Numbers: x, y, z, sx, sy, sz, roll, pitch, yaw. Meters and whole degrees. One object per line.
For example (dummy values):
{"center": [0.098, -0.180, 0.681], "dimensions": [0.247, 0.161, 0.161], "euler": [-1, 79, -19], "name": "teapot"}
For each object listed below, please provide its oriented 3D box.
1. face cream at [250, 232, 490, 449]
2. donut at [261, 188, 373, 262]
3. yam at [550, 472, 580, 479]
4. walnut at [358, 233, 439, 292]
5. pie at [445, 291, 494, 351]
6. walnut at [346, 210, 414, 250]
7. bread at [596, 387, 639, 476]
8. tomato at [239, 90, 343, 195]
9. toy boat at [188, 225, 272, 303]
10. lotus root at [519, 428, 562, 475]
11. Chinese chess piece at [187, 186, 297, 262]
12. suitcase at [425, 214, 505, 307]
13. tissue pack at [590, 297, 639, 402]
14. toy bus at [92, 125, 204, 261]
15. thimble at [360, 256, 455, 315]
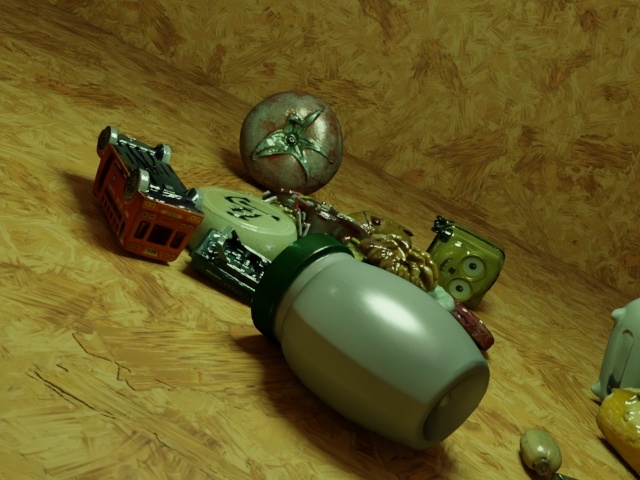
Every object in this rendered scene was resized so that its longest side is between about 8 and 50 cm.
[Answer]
{"center": [0.078, 0.160, 1.196], "dimensions": [0.357, 0.219, 0.312], "euler": [36, 18, 32], "name": "face cream"}
{"center": [0.002, -0.007, 1.790], "dimensions": [0.345, 0.136, 0.259], "euler": [31, 18, 8], "name": "donut"}
{"center": [0.435, 0.428, 1.265], "dimensions": [0.094, 0.043, 0.043], "euler": [21, 16, -16], "name": "yam"}
{"center": [0.161, 0.038, 1.468], "dimensions": [0.170, 0.069, 0.143], "euler": [36, 19, 24], "name": "walnut"}
{"center": [0.342, 0.190, 1.767], "dimensions": [0.182, 0.049, 0.182], "euler": [44, -2, 2], "name": "pie"}
{"center": [0.155, -0.006, 2.052], "dimensions": [0.245, 0.137, 0.137], "euler": [26, 15, -20], "name": "walnut"}
{"center": [0.739, 0.449, 1.483], "dimensions": [0.237, 0.165, 0.375], "euler": [27, 14, -20], "name": "bread"}
{"center": [-0.086, -0.289, 2.222], "dimensions": [0.317, 0.316, 0.282], "euler": [27, -3, -1], "name": "tomato"}
{"center": [-0.130, 0.062, 1.402], "dimensions": [0.246, 0.103, 0.093], "euler": [32, 39, -3], "name": "toy boat"}
{"center": [0.393, 0.374, 1.326], "dimensions": [0.073, 0.062, 0.150], "euler": [27, 13, 4], "name": "lotus root"}
{"center": [-0.171, -0.023, 1.567], "dimensions": [0.250, 0.101, 0.250], "euler": [21, 18, -7], "name": "Chinese chess piece"}
{"center": [0.387, 0.067, 2.086], "dimensions": [0.235, 0.194, 0.143], "euler": [28, 23, 4], "name": "suitcase"}
{"center": [0.803, 0.302, 1.766], "dimensions": [0.236, 0.333, 0.229], "euler": [5, 19, -6], "name": "tissue pack"}
{"center": [-0.350, -0.098, 1.443], "dimensions": [0.143, 0.153, 0.329], "euler": [18, 19, -37], "name": "toy bus"}
{"center": [0.159, 0.140, 1.534], "dimensions": [0.237, 0.150, 0.237], "euler": [23, 14, -6], "name": "thimble"}
